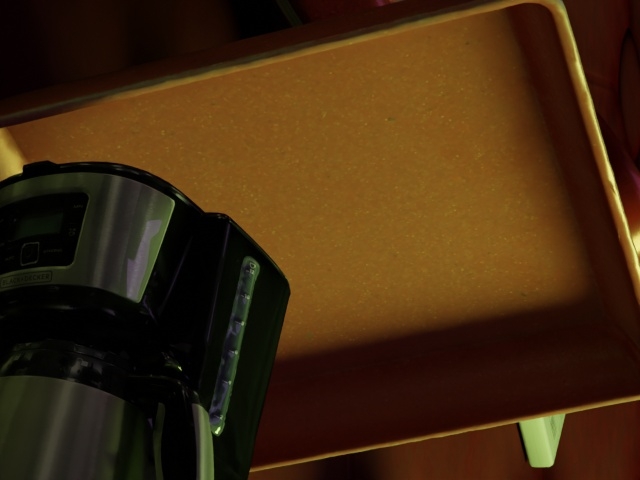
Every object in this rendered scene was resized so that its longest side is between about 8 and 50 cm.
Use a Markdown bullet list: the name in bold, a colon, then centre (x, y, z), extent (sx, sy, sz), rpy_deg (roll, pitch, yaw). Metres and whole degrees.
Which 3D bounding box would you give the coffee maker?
- **coffee maker**: centre (-0.082, 0.084, 0.677), extent (0.171, 0.120, 0.178), rpy_deg (80, 18, -58)

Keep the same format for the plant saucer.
- **plant saucer**: centre (0.000, 0.000, 0.758), extent (0.258, 0.259, 0.048), rpy_deg (64, 18, -46)

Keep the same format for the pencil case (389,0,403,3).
- **pencil case**: centre (0.110, -0.264, 1.084), extent (0.284, 0.124, 0.124), rpy_deg (-60, 165, 15)

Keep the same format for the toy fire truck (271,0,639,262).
- **toy fire truck**: centre (0.035, -0.076, 0.941), extent (0.254, 0.169, 0.302), rpy_deg (58, 2, -18)

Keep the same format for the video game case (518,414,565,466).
- **video game case**: centre (0.191, 0.048, 1.560), extent (0.206, 0.026, 0.227), rpy_deg (-66, 146, -49)
